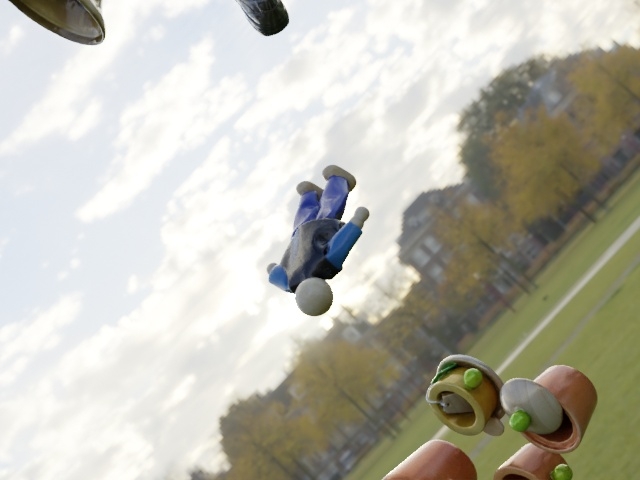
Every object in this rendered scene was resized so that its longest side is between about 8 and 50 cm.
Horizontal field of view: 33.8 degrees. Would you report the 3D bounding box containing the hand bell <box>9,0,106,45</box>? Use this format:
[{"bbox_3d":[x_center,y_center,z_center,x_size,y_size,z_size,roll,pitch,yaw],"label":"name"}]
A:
[{"bbox_3d":[-0.203,-0.322,1.013,0.242,0.126,0.126,-62,-5,-16],"label":"hand bell"}]

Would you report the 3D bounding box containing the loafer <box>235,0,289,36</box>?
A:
[{"bbox_3d":[-0.099,-0.332,1.320,0.062,0.170,0.061,-39,-24,-12],"label":"loafer"}]

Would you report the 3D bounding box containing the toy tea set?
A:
[{"bbox_3d":[0.165,0.244,1.100,0.124,0.200,0.336,-41,-30,-39],"label":"toy tea set"}]

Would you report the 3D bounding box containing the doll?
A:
[{"bbox_3d":[0.000,0.000,1.048,0.129,0.046,0.189,-29,32,29],"label":"doll"}]
